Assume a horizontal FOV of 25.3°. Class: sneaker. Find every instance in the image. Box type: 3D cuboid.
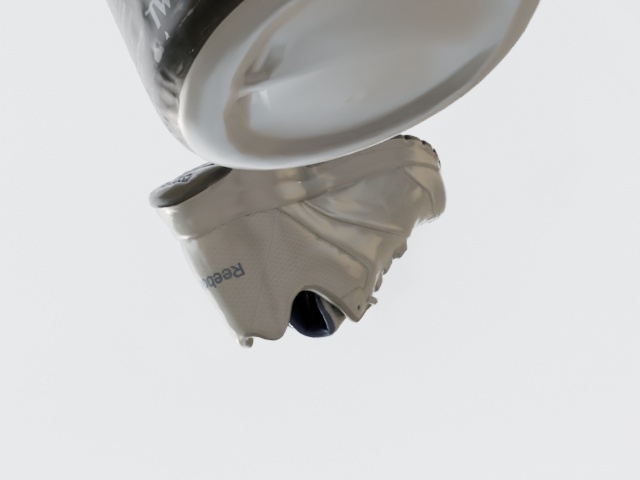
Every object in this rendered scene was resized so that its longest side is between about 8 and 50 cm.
[{"bbox_3d":[0.000,0.000,0.986,0.297,0.111,0.129,-14,-96,-54],"label":"sneaker"}]

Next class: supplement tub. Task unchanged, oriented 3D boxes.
[{"bbox_3d":[-0.039,-0.208,0.674,0.193,0.193,0.316,-16,-114,-20],"label":"supplement tub"}]
